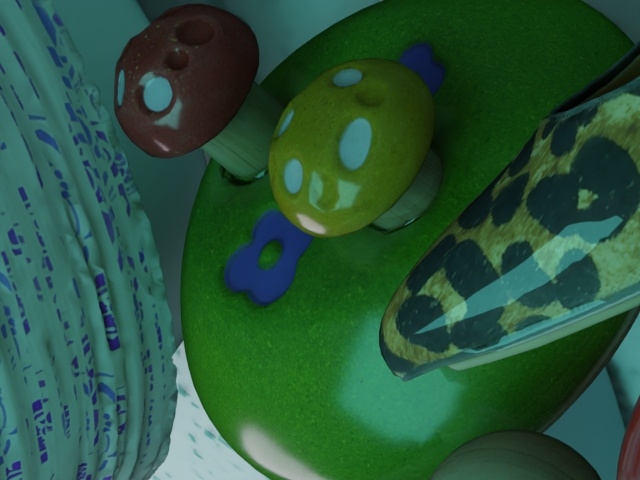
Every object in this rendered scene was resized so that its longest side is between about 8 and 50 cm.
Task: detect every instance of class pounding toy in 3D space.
[{"bbox_3d":[0.000,0.000,0.567,0.183,0.237,0.110,-19,140,35],"label":"pounding toy"}]

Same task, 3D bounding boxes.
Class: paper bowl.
[{"bbox_3d":[-0.149,-0.024,0.730,0.284,0.148,0.284,40,144,37],"label":"paper bowl"}]

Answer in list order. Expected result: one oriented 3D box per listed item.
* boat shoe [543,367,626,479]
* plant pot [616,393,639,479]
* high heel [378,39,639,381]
[{"bbox_3d":[0.070,0.117,0.720,0.102,0.108,0.301,-10,121,43],"label":"boat shoe"},{"bbox_3d":[0.198,0.047,0.490,0.191,0.174,0.191,23,133,27],"label":"plant pot"},{"bbox_3d":[0.078,-0.100,0.464,0.186,0.261,0.093,51,-177,-9],"label":"high heel"}]
